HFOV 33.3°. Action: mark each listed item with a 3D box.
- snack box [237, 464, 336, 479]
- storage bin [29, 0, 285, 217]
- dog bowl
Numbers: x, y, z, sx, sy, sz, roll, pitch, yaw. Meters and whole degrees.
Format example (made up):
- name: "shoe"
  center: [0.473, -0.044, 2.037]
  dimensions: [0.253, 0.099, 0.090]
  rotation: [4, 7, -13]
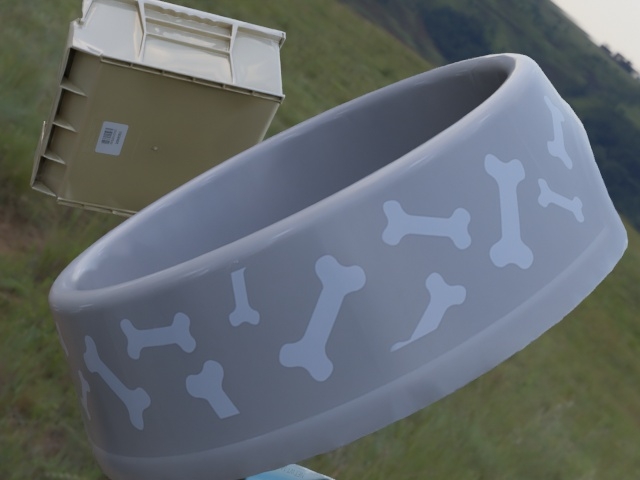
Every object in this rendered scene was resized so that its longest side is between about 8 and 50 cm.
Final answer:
- name: "snack box"
  center: [-0.022, 0.286, 0.875]
  dimensions: [0.322, 0.187, 0.060]
  rotation: [9, -24, 46]
- name: "storage bin"
  center: [-0.206, -0.154, 1.338]
  dimensions: [0.261, 0.262, 0.123]
  rotation: [11, 47, -20]
- name: "dog bowl"
  center: [0.000, 0.000, 0.628]
  dimensions: [0.349, 0.349, 0.102]
  rotation: [-80, 145, -74]
